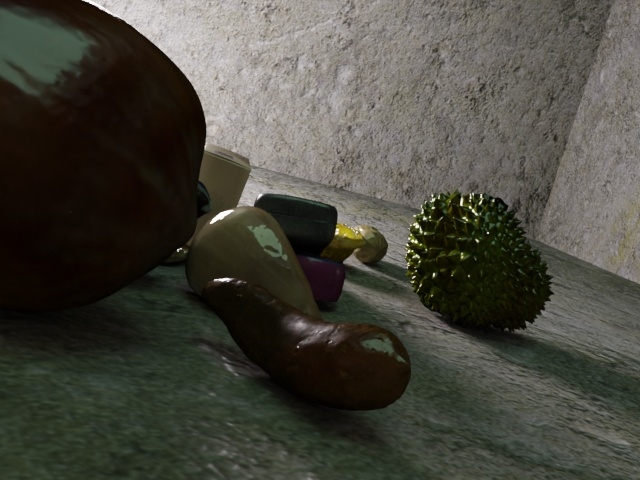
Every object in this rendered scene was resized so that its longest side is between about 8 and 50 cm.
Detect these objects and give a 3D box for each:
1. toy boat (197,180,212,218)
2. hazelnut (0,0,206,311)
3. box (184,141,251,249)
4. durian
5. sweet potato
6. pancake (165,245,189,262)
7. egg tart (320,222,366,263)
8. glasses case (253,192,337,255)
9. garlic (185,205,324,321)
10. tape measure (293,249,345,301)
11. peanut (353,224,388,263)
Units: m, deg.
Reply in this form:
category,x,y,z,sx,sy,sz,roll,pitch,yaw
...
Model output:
category,x,y,z,sx,sy,sz,roll,pitch,yaw
toy boat,-0.287,-0.078,1.320,0.262,0.114,0.115,-3,37,-45
hazelnut,-0.307,-0.095,0.899,0.365,0.366,0.366,16,8,-2
box,-0.195,-0.077,1.532,0.095,0.168,0.212,19,7,-9
durian,0.270,0.045,1.527,0.291,0.224,0.291,49,-6,7
sweet potato,-0.025,0.110,0.895,0.291,0.097,0.097,16,6,42
pancake,-0.273,0.005,1.339,0.158,0.028,0.158,19,10,-3
egg tart,0.000,0.000,1.738,0.191,0.074,0.191,16,9,-3
glasses case,-0.056,-0.014,1.427,0.131,0.074,0.323,7,-8,-6
garlic,-0.091,0.043,1.164,0.164,0.145,0.245,49,-10,-35
tape measure,-0.020,0.057,1.329,0.118,0.074,0.125,14,2,20
peanut,0.105,0.006,1.905,0.082,0.082,0.187,15,7,-7
